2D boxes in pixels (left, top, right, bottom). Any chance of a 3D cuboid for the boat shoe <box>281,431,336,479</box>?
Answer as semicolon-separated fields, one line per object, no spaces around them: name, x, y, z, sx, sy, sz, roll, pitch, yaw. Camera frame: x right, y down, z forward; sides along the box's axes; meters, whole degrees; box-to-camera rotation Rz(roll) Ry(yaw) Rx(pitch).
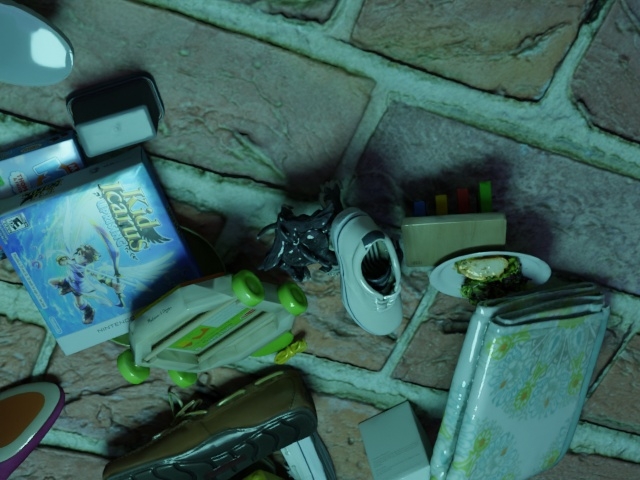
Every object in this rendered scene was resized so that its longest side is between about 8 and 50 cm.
boat shoe;-0.030;0.396;2.009;0.076;0.083;0.226;-14;111;12

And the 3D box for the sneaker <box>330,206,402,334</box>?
sneaker;0.080;0.068;1.677;0.094;0.091;0.258;-33;134;-9

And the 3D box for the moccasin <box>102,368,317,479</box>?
moccasin;-0.196;0.330;1.902;0.380;0.147;0.139;-29;135;2

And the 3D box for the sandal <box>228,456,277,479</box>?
sandal;-0.226;0.445;1.984;0.303;0.086;0.120;-5;121;-8

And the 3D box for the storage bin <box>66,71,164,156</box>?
storage bin;-0.294;-0.169;1.602;0.135;0.091;0.098;-16;122;0

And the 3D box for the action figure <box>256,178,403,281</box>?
action figure;0.000;0.000;1.736;0.164;0.141;0.276;-44;134;18

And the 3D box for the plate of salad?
plate of salad;0.280;0.068;1.831;0.200;0.048;0.200;-1;155;0

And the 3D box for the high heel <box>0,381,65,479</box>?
high heel;-0.554;0.380;1.897;0.377;0.127;0.181;-36;149;6

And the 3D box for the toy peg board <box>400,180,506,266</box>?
toy peg board;0.212;-0.028;1.775;0.161;0.079;0.161;-3;154;6

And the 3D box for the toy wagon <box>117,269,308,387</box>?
toy wagon;-0.148;0.144;1.766;0.267;0.068;0.344;-34;154;23

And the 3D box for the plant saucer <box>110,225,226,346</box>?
plant saucer;-0.271;0.066;1.779;0.241;0.037;0.241;-5;122;-8

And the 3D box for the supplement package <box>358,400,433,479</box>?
supplement package;0.148;0.393;1.971;0.105;0.179;0.105;-27;122;7

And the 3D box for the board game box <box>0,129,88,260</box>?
board game box;-0.444;-0.062;1.668;0.212;0.039;0.160;-18;122;-1

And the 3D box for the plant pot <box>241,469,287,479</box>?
plant pot;-0.100;0.530;1.932;0.212;0.212;0.187;-35;126;-1

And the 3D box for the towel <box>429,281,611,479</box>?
towel;0.335;0.259;1.891;0.321;0.090;0.374;-6;116;-41

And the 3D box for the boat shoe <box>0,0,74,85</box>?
boat shoe;-0.475;-0.300;1.482;0.306;0.105;0.113;14;121;-11

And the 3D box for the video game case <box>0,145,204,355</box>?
video game case;-0.330;0.021;1.681;0.244;0.061;0.269;-21;122;1
